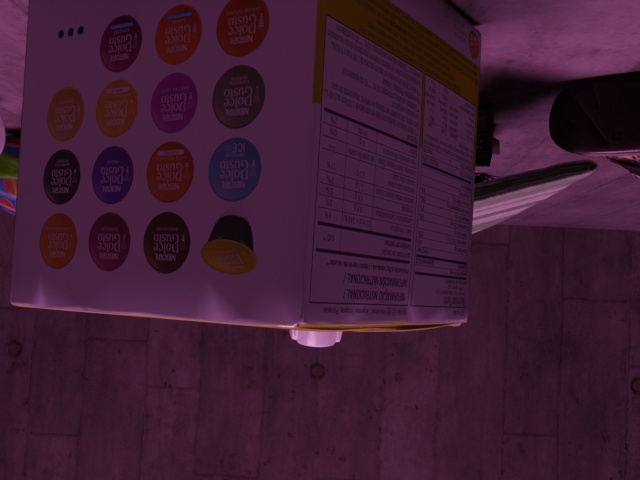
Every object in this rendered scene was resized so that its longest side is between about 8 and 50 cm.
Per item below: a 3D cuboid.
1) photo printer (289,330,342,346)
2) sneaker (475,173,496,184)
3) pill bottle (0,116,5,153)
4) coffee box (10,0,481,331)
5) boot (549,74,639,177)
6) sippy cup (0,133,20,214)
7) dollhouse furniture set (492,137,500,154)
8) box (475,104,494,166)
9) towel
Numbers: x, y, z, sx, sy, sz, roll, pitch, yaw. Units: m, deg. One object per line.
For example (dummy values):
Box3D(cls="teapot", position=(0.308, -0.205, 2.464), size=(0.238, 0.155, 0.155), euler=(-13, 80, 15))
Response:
Box3D(cls="photo printer", position=(0.000, 0.000, 1.457), size=(0.107, 0.308, 0.256), euler=(3, -158, -4))
Box3D(cls="sneaker", position=(0.404, -0.144, 1.967), size=(0.098, 0.038, 0.069), euler=(3, 178, -9))
Box3D(cls="pill bottle", position=(-0.674, -0.182, 1.371), size=(0.245, 0.136, 0.136), euler=(2, 177, 20))
Box3D(cls="coffee box", position=(-0.059, -0.084, 0.813), size=(0.337, 0.335, 0.338), euler=(1, 176, 32))
Box3D(cls="boot", position=(0.538, -0.137, 1.086), size=(0.377, 0.138, 0.284), euler=(5, 178, 38))
Box3D(cls="sippy cup", position=(-0.579, -0.128, 1.706), size=(0.224, 0.240, 0.305), euler=(13, 141, 19))
Box3D(cls="dollhouse furniture set", position=(0.243, -0.124, 1.464), size=(0.151, 0.123, 0.144), euler=(-2, -169, 5))
Box3D(cls="box", position=(0.192, -0.171, 1.317), size=(0.180, 0.078, 0.147), euler=(2, 177, 11))
Box3D(cls="towel", position=(0.220, -0.043, 1.199), size=(0.247, 0.038, 0.325), euler=(-13, 170, -18))
